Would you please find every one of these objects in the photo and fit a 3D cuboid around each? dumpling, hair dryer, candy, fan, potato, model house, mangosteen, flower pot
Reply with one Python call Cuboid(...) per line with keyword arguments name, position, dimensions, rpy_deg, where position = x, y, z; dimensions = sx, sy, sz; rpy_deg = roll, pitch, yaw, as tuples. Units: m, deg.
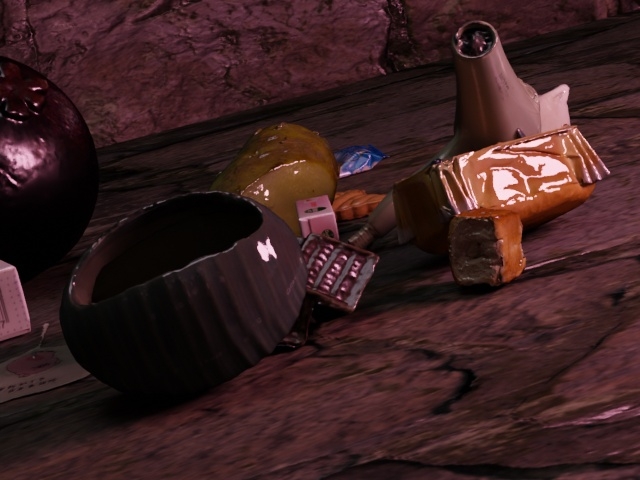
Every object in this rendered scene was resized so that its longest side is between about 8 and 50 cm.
Cuboid(name="dumpling", position=(0.273, -0.131, 1.993), dimensions=(0.151, 0.124, 0.229), rpy_deg=(-19, 27, 46))
Cuboid(name="hair dryer", position=(0.162, -0.139, 1.747), dimensions=(0.298, 0.296, 0.119), rpy_deg=(-30, 57, -24))
Cuboid(name="candy", position=(0.042, -0.129, 2.410), dimensions=(0.136, 0.038, 0.088), rpy_deg=(-22, 27, -12))
Cuboid(name="fan", position=(-0.327, 0.131, 1.626), dimensions=(0.182, 0.010, 0.310), rpy_deg=(-14, 13, -6))
Cuboid(name="potato", position=(-0.069, -0.058, 1.936), dimensions=(0.176, 0.141, 0.298), rpy_deg=(-22, 23, 32))
Cuboid(name="model house", position=(-0.020, 0.059, 1.491), dimensions=(0.152, 0.106, 0.165), rpy_deg=(10, 58, 34))
Cuboid(name="mangosteen", position=(-0.535, -0.073, 2.076), dimensions=(0.435, 0.382, 0.382), rpy_deg=(-51, -13, 34))
Cuboid(name="flower pot", position=(-0.130, 0.054, 1.369), dimensions=(0.243, 0.157, 0.189), rpy_deg=(-24, 36, 2))

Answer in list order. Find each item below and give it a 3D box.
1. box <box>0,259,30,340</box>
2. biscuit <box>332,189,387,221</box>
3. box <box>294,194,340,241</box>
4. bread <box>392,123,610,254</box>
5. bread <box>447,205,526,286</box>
Cuboid(name="box", position=(-0.552, 0.108, 1.766), dimensions=(0.330, 0.095, 0.210), rpy_deg=(-19, 13, -22))
Cuboid(name="biscuit", position=(-0.005, -0.045, 2.083), dimensions=(0.250, 0.035, 0.162), rpy_deg=(-9, 8, 22))
Cuboid(name="box", position=(0.000, 0.000, 1.718), dimensions=(0.043, 0.089, 0.125), rpy_deg=(-12, 13, -1))
Cuboid(name="bread", position=(0.210, -0.058, 1.672), dimensions=(0.241, 0.107, 0.136), rpy_deg=(-17, -6, -32))
Cuboid(name="bread", position=(0.174, 0.007, 1.520), dimensions=(0.076, 0.083, 0.070), rpy_deg=(0, 7, 32))
